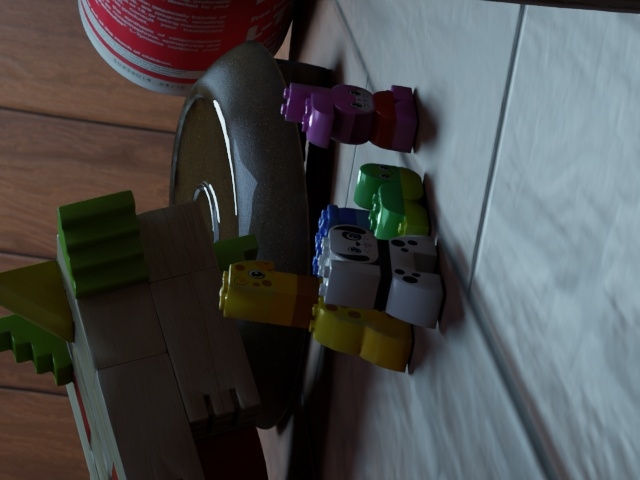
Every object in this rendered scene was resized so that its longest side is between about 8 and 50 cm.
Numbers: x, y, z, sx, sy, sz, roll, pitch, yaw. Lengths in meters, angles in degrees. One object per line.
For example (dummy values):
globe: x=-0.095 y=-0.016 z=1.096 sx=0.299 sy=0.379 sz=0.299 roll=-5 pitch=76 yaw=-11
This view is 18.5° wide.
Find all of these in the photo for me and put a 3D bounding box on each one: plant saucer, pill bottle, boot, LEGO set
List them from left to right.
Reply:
pill bottle: x=-0.114 y=-0.309 z=1.867 sx=0.407 sy=0.229 sz=0.229 roll=115 pitch=162 yaw=-71
plant saucer: x=-0.073 y=-0.004 z=1.565 sx=0.310 sy=0.050 sz=0.310 roll=179 pitch=90 yaw=-73
boot: x=-0.049 y=-0.095 z=1.661 sx=0.219 sy=0.082 sz=0.106 roll=-173 pitch=92 yaw=-81
LEGO set: x=0.000 y=0.000 z=0.988 sx=0.227 sy=0.093 sz=0.087 roll=-93 pitch=13 yaw=-62

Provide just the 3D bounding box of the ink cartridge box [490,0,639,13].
ink cartridge box: x=0.045 y=-0.211 z=0.604 sx=0.307 sy=0.129 sz=0.223 roll=-100 pitch=15 yaw=-71

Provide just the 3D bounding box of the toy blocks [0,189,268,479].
toy blocks: x=-0.104 y=0.150 z=1.361 sx=0.381 sy=0.191 sz=0.261 roll=110 pitch=145 yaw=-69
